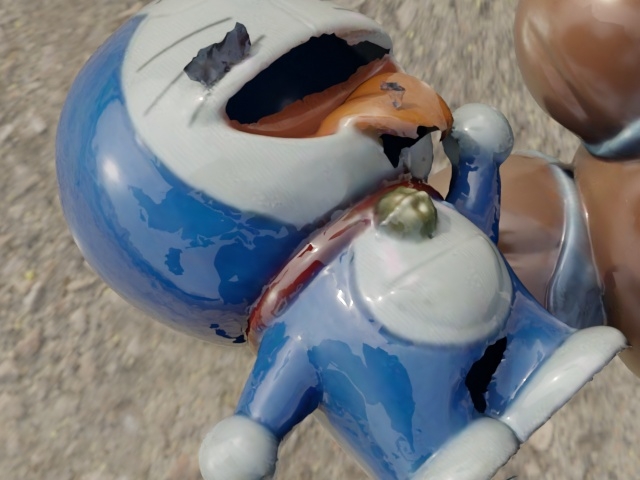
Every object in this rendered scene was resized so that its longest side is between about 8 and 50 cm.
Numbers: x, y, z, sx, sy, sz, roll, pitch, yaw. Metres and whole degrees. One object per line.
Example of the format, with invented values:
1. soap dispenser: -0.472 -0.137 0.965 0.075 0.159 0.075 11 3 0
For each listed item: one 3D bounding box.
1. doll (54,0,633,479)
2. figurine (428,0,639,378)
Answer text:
1. doll: 0.000 0.000 0.656 0.257 0.215 0.161 43 143 16
2. figurine: 0.239 0.036 0.791 0.388 0.248 0.276 49 118 39
